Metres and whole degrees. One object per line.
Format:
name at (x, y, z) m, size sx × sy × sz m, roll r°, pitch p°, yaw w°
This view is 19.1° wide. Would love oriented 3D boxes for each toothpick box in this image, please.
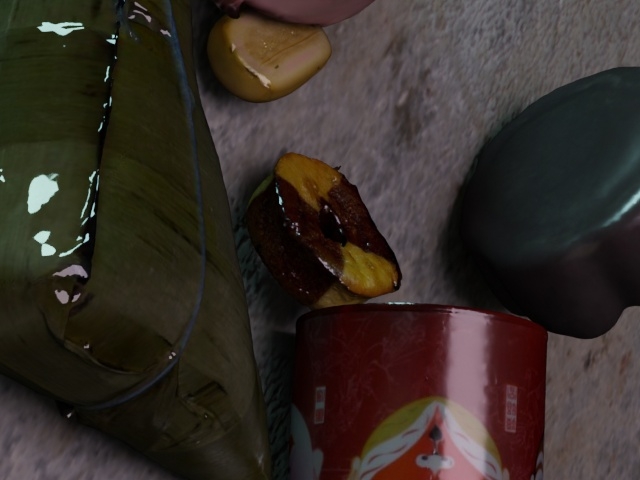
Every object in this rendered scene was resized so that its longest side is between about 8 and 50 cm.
toothpick box at (0.070, 0.230, 1.458) m, size 0.204 × 0.204 × 0.333 m, roll 15°, pitch 72°, yaw -38°

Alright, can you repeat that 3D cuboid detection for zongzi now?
zongzi at (-0.122, -0.018, 1.389) m, size 0.393 × 0.174 × 0.356 m, roll 42°, pitch 44°, yaw -49°

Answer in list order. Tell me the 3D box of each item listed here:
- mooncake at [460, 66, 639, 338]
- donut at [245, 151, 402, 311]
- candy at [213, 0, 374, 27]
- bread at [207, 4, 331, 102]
mooncake at (0.239, -0.032, 1.636) m, size 0.133 × 0.245 × 0.245 m, roll 53°, pitch 53°, yaw -26°
donut at (0.000, 0.000, 1.503) m, size 0.140 × 0.059 × 0.140 m, roll 38°, pitch 28°, yaw -24°
candy at (-0.023, -0.286, 1.513) m, size 0.255 × 0.094 × 0.255 m, roll 21°, pitch 54°, yaw -33°
bread at (-0.047, -0.151, 1.524) m, size 0.082 × 0.056 × 0.115 m, roll 51°, pitch 43°, yaw -4°
